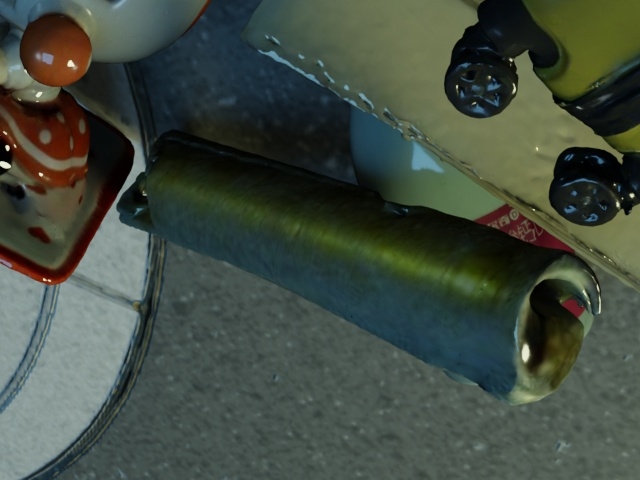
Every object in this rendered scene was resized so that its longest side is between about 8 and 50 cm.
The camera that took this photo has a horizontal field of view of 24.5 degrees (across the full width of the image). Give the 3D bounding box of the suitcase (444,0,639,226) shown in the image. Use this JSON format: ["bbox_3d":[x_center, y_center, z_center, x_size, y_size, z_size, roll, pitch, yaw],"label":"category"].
[{"bbox_3d":[0.181,-0.127,0.578,0.235,0.194,0.143,-32,113,36],"label":"suitcase"}]

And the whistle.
[{"bbox_3d":[-0.001,-0.001,0.722,0.326,0.068,0.057,21,150,49],"label":"whistle"}]

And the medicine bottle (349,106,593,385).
[{"bbox_3d":[0.064,-0.038,0.751,0.090,0.090,0.216,-14,109,31],"label":"medicine bottle"}]

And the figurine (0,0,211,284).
[{"bbox_3d":[-0.120,-0.132,0.734,0.160,0.183,0.226,33,117,-11],"label":"figurine"}]

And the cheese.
[{"bbox_3d":[0.150,-0.021,0.705,0.400,0.034,0.085,32,86,-12],"label":"cheese"}]
